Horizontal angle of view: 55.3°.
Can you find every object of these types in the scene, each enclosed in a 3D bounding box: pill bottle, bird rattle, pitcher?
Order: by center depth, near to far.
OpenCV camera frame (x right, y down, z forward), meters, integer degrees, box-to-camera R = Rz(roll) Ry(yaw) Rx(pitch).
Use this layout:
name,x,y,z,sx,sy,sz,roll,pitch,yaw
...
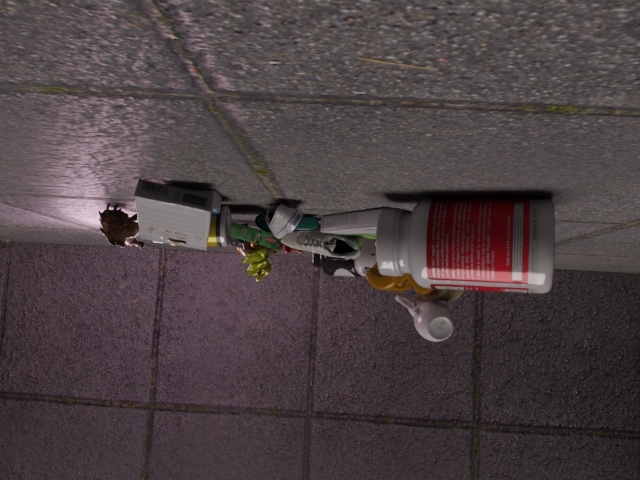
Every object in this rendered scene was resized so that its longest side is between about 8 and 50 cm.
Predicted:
name,x,y,z,sx,sy,sz,roll,pitch,yaw
pill bottle,0.353,0.009,1.500,0.408,0.228,0.229,2,174,18
pill bottle,-0.361,-0.042,1.714,0.209,0.119,0.119,1,174,1
pitcher,0.341,0.244,2.020,0.178,0.125,0.207,24,-172,-12
bird rattle,-0.200,0.016,2.276,0.207,0.253,0.143,26,150,44

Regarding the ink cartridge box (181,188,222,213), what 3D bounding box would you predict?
name,x,y,z,sx,sy,sz,roll,pitch,yaw
ink cartridge box,-0.332,-0.104,1.625,0.123,0.052,0.088,4,174,2

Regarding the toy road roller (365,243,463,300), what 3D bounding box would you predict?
name,x,y,z,sx,sy,sz,roll,pitch,yaw
toy road roller,0.307,0.114,2.097,0.203,0.329,0.240,8,127,-46

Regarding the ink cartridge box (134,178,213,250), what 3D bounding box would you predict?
name,x,y,z,sx,sy,sz,roll,pitch,yaw
ink cartridge box,-0.378,-0.061,1.586,0.189,0.066,0.232,12,156,-7

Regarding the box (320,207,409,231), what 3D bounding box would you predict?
name,x,y,z,sx,sy,sz,roll,pitch,yaw
box,0.182,-0.047,1.900,0.233,0.058,0.322,7,175,-34

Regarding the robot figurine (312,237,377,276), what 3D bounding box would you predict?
name,x,y,z,sx,sy,sz,roll,pitch,yaw
robot figurine,0.105,0.062,2.440,0.278,0.173,0.209,1,-142,25

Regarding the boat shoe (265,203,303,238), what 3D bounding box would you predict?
name,x,y,z,sx,sy,sz,roll,pitch,yaw
boat shoe,-0.117,-0.069,1.787,0.084,0.095,0.258,33,165,-10

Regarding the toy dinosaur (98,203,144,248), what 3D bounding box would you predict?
name,x,y,z,sx,sy,sz,roll,pitch,yaw
toy dinosaur,-0.676,-0.055,2.026,0.296,0.127,0.200,15,177,45

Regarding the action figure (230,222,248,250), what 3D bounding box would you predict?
name,x,y,z,sx,sy,sz,roll,pitch,yaw
action figure,-0.403,-0.031,2.203,0.285,0.099,0.185,8,-177,-6

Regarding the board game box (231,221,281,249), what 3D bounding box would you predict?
name,x,y,z,sx,sy,sz,roll,pitch,yaw
board game box,-0.305,-0.041,1.930,0.318,0.046,0.213,16,177,17

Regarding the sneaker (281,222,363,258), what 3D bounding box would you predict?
name,x,y,z,sx,sy,sz,roll,pitch,yaw
sneaker,0.000,0.000,2.037,0.292,0.109,0.118,10,-170,2

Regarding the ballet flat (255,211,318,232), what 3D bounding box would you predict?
name,x,y,z,sx,sy,sz,roll,pitch,yaw
ballet flat,-0.109,-0.053,1.956,0.203,0.074,0.074,2,175,-10
